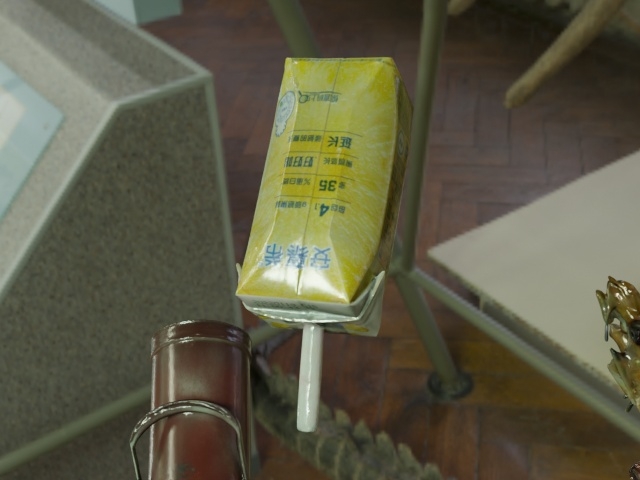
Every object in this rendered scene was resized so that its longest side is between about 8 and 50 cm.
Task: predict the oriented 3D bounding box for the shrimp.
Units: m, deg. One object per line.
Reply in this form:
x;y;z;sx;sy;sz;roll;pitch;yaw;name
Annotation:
0.162;0.096;0.450;0.034;0.178;0.124;-30;-4;-6;shrimp

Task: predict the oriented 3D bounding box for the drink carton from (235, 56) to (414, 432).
0.000;0.000;0.548;0.084;0.074;0.200;4;69;17;drink carton

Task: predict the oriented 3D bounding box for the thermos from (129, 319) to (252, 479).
-0.103;0.194;0.871;0.099;0.124;0.232;-8;59;7;thermos
